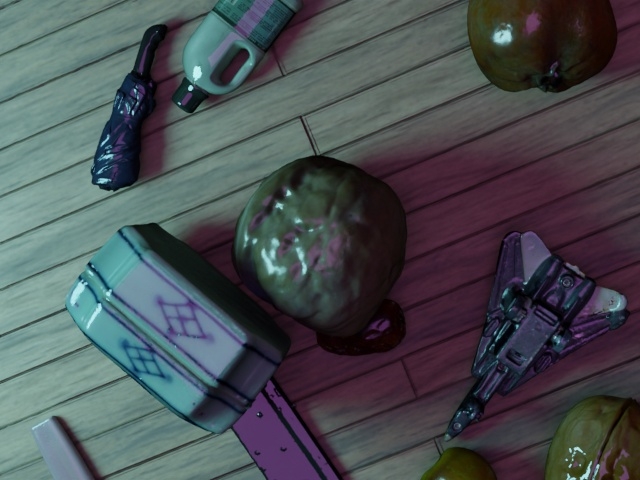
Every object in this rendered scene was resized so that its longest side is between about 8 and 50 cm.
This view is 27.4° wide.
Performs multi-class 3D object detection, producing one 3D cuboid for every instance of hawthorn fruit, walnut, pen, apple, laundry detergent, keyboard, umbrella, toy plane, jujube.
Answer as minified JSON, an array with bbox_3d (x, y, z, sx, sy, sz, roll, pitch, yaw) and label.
[{"bbox_3d":[0.295,-0.324,1.769,0.199,0.199,0.251,-4,77,4],"label":"hawthorn fruit"},{"bbox_3d":[0.002,0.001,1.767,0.248,0.248,0.248,0,93,4],"label":"walnut"},{"bbox_3d":[-0.357,0.349,1.915,0.053,0.032,0.197,-29,88,4],"label":"pen"},{"bbox_3d":[0.192,0.347,1.845,0.114,0.099,0.102,-43,80,30],"label":"apple"},{"bbox_3d":[-0.128,-0.275,1.846,0.099,0.070,0.226,37,94,-5],"label":"laundry detergent"},{"bbox_3d":[-0.023,0.340,1.897,0.101,0.018,0.310,-35,90,6],"label":"keyboard"},{"bbox_3d":[-0.267,-0.189,1.872,0.071,0.071,0.248,14,87,3],"label":"umbrella"},{"bbox_3d":[0.263,0.158,1.825,0.204,0.103,0.316,35,95,1],"label":"toy plane"},{"bbox_3d":[0.056,0.125,1.853,0.129,0.077,0.077,-12,92,11],"label":"jujube"},{"bbox_3d":[0.393,0.313,1.798,0.167,0.167,0.207,17,92,3],"label":"walnut"}]

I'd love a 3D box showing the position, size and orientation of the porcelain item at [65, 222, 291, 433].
[{"bbox_3d":[-0.187,0.117,1.766,0.286,0.281,0.157,40,92,0],"label":"porcelain item"}]
